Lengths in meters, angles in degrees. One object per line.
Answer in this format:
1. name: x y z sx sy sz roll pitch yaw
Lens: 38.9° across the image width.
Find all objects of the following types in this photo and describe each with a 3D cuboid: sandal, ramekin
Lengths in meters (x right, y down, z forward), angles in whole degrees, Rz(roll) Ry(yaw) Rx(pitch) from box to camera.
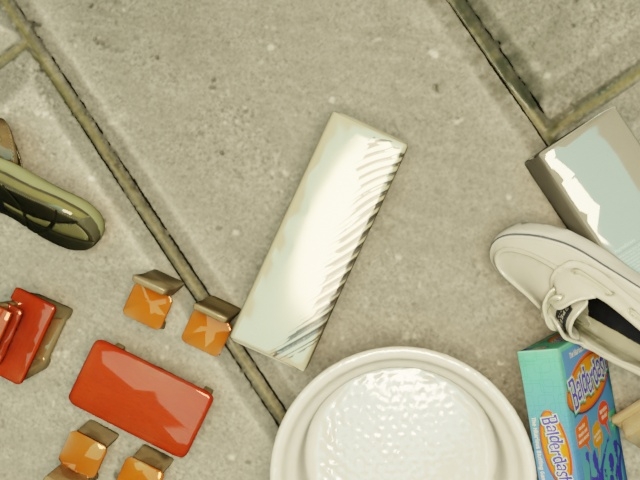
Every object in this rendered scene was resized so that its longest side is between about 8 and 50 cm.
1. sandal: -0.376 -0.091 1.061 0.303 0.120 0.086 30 65 2
2. ramekin: 0.089 0.249 1.004 0.277 0.135 0.277 0 90 4

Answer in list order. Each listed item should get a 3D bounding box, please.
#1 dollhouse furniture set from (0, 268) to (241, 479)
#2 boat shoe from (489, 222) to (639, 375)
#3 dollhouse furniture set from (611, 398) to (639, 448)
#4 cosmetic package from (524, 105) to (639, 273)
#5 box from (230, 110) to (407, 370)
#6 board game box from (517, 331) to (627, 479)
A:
1. dollhouse furniture set: -0.251 0.155 1.027 0.259 0.135 0.262 25 92 4
2. boat shoe: 0.270 0.062 0.925 0.258 0.084 0.095 27 135 37
3. dollhouse furniture set: 0.551 0.136 1.012 0.303 0.173 0.355 35 122 -21
4. cosmetic package: 0.332 -0.019 0.990 0.107 0.127 0.238 -31 90 5
5. box: 0.000 0.000 1.022 0.094 0.113 0.275 24 93 3
6. board game box: 0.277 0.206 0.978 0.047 0.160 0.210 -10 90 33
